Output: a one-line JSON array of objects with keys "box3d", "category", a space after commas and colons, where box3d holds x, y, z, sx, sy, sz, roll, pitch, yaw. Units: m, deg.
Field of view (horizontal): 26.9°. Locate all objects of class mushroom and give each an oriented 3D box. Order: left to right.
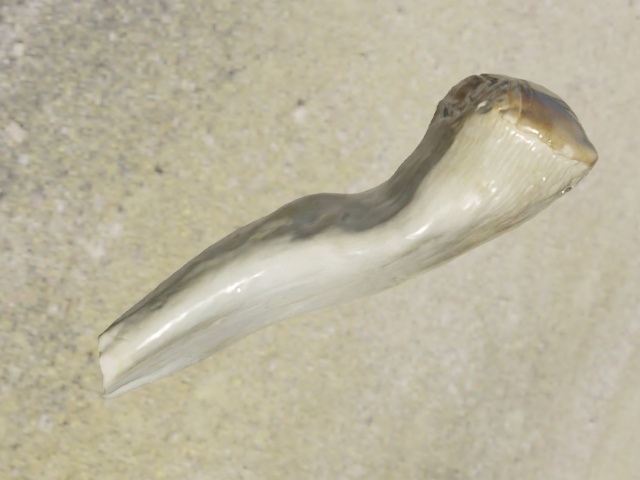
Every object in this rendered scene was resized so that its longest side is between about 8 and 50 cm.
[{"box3d": [0.001, 0.001, 0.484, 0.054, 0.202, 0.059, 65, 10, 23], "category": "mushroom"}]
